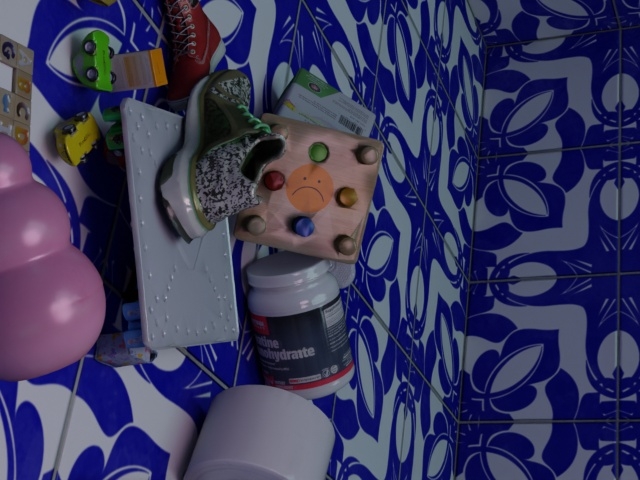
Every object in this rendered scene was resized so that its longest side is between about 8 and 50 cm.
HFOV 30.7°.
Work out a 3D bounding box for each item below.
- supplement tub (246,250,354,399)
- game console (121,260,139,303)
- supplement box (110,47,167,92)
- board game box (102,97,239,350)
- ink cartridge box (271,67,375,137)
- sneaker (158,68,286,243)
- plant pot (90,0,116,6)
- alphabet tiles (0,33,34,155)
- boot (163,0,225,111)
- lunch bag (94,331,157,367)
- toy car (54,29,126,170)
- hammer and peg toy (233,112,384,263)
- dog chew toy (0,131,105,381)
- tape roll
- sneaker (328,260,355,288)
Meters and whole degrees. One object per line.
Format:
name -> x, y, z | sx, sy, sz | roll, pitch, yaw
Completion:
supplement tub -> -0.043, 0.171, 2.371 | 0.191, 0.191, 0.272 | -44, 126, -62
game console -> -0.264, 0.079, 1.980 | 0.124, 0.085, 0.144 | 53, 21, 10
supplement box -> -0.308, -0.283, 1.933 | 0.036, 0.098, 0.062 | -34, 118, -61
board game box -> -0.244, -0.017, 1.953 | 0.390, 0.050, 0.390 | 8, 75, -73
ink cartridge box -> -0.019, -0.206, 2.473 | 0.201, 0.117, 0.278 | 32, 44, -10
sneaker -> -0.134, -0.155, 1.973 | 0.410, 0.182, 0.158 | -80, 157, -47
plant pot -> -0.350, -0.430, 1.849 | 0.095, 0.134, 0.134 | -67, 154, -2
alphabet tiles -> -0.471, -0.185, 1.640 | 0.198, 0.009, 0.237 | 23, 65, -65
boot -> -0.253, -0.360, 2.108 | 0.244, 0.088, 0.176 | -80, 153, -48
lunch bag -> -0.312, 0.176, 1.876 | 0.083, 0.071, 0.053 | 40, 45, -57
toy car -> -0.360, -0.220, 1.857 | 0.239, 0.053, 0.225 | 1, 85, -68
hammer and peg toy -> -0.076, -0.105, 2.267 | 0.127, 0.361, 0.266 | -145, -113, -79
dog chew toy -> -0.411, 0.011, 1.522 | 0.206, 0.206, 0.332 | -37, 111, -64
tape roll -> -0.108, 0.400, 2.102 | 0.169, 0.246, 0.246 | -72, 149, -43
sneaker -> 0.000, 0.000, 2.519 | 0.269, 0.101, 0.153 | 54, 3, 20
